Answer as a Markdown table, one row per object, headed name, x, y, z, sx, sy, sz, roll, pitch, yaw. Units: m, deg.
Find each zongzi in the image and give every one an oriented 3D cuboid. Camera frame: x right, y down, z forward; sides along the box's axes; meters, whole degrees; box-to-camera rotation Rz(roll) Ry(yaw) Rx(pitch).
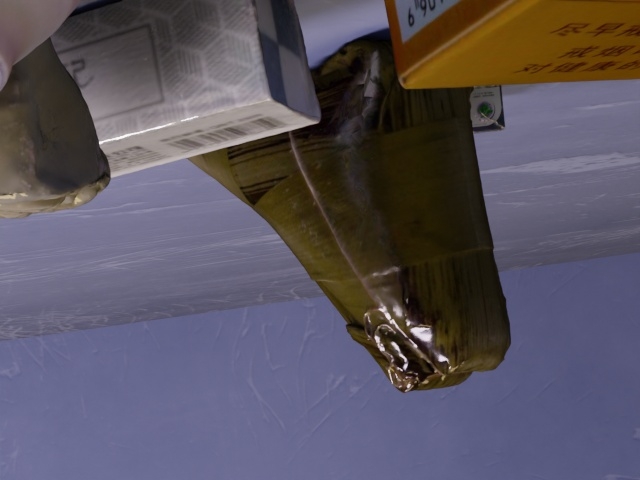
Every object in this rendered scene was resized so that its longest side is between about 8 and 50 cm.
| name | x | y | z | sx | sy | sz | roll | pitch | yaw |
| --- | --- | --- | --- | --- | --- | --- | --- | --- | --- |
| zongzi | 0.000 | 0.000 | 1.065 | 0.300 | 0.274 | 0.145 | -14 | 172 | 35 |

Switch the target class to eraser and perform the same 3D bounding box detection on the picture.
| name | x | y | z | sx | sy | sz | roll | pitch | yaw |
| --- | --- | --- | --- | --- | --- | --- | --- | --- | --- |
| eraser | -0.206 | -0.084 | 0.885 | 0.404 | 0.096 | 0.098 | -12 | 172 | 19 |

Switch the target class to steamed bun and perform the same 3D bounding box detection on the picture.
| name | x | y | z | sx | sy | sz | roll | pitch | yaw |
| --- | --- | --- | --- | --- | --- | --- | --- | --- | --- |
| steamed bun | -0.232 | -0.089 | 0.692 | 0.218 | 0.144 | 0.211 | 15 | -167 | 20 |

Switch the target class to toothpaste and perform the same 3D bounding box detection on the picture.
| name | x | y | z | sx | sy | sz | roll | pitch | yaw |
| --- | --- | --- | --- | --- | --- | --- | --- | --- | --- |
| toothpaste | 0.073 | -0.113 | 1.170 | 0.196 | 0.047 | 0.040 | -8 | -175 | -15 |

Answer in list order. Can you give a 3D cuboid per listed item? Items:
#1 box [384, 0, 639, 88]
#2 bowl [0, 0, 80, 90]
| name | x | y | z | sx | sy | sz | roll | pitch | yaw |
| --- | --- | --- | --- | --- | --- | --- | --- | --- | --- |
| box | 0.233 | -0.191 | 0.615 | 0.264 | 0.116 | 0.415 | -4 | 169 | -24 |
| bowl | -0.207 | -0.124 | 0.485 | 0.287 | 0.144 | 0.287 | -9 | 170 | -2 |
